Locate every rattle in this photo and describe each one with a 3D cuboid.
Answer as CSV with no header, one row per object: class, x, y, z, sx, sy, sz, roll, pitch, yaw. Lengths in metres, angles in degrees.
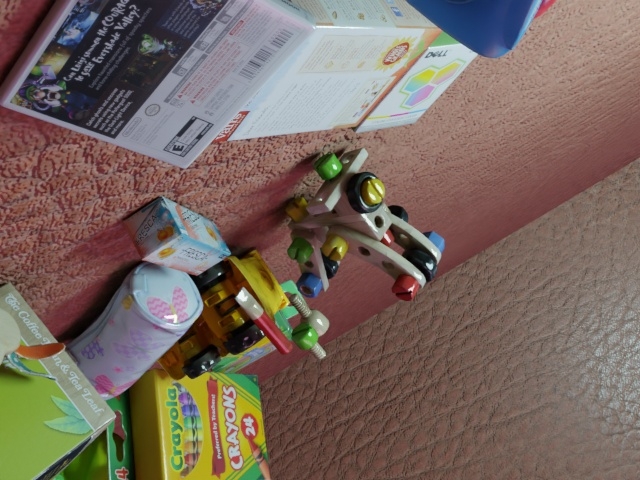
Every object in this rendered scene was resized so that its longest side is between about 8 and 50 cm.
rattle,-0.395,0.121,0.843,0.142,0.130,0.200,-41,151,1

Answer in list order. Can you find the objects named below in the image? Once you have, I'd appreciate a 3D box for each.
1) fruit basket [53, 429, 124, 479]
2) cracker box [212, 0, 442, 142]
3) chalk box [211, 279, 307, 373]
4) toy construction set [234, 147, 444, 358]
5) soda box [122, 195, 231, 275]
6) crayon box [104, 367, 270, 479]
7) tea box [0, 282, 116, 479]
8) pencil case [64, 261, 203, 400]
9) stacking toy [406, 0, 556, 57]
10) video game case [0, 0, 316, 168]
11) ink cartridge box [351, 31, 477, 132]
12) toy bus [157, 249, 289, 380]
fruit basket,-0.447,0.379,1.342,0.391,0.283,0.392,-14,159,-6
cracker box,-0.009,-0.175,0.765,0.232,0.067,0.155,-15,158,-47
chalk box,-0.132,0.152,1.511,0.213,0.132,0.132,-30,166,-4
toy construction set,0.000,0.000,1.168,0.309,0.257,0.237,-44,123,-10
soda box,-0.183,-0.002,1.029,0.063,0.058,0.183,-32,166,6
crayon box,-0.226,0.333,1.368,0.081,0.202,0.318,-21,159,32
tea box,-0.476,0.272,0.931,0.323,0.220,0.329,-35,174,-48
pencil case,-0.292,0.138,1.188,0.124,0.114,0.273,31,131,-23
stacking toy,0.193,-0.299,0.641,0.301,0.165,0.175,-39,162,-28
video game case,-0.127,-0.142,0.611,0.173,0.022,0.190,17,136,-39
ink cartridge box,0.115,-0.212,0.892,0.108,0.062,0.209,-17,160,-40
toy bus,-0.166,0.112,1.333,0.220,0.150,0.211,-32,-178,19
